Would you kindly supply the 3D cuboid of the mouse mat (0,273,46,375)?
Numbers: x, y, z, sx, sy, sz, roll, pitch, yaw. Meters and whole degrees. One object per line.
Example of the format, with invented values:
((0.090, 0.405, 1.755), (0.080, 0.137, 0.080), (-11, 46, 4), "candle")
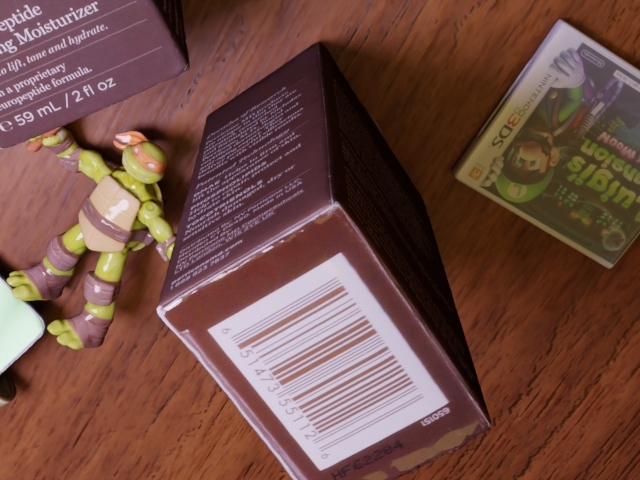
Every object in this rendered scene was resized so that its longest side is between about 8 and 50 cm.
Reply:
((-0.377, 0.066, 0.967), (0.153, 0.007, 0.189), (-42, 98, 4), "mouse mat")

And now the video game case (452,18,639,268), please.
((0.250, -0.085, 0.946), (0.190, 0.022, 0.173), (29, 110, -14), "video game case")

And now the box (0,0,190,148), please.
((-0.219, -0.214, 0.768), (0.169, 0.167, 0.203), (-22, 127, 6), "box")

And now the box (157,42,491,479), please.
((0.000, 0.000, 0.779), (0.143, 0.381, 0.191), (-30, 111, 14), "box")

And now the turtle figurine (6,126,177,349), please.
((-0.203, -0.023, 0.925), (0.269, 0.087, 0.217), (39, 113, 6), "turtle figurine")

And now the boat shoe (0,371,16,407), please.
((-0.368, 0.127, 1.008), (0.135, 0.050, 0.045), (37, 111, -6), "boat shoe")
